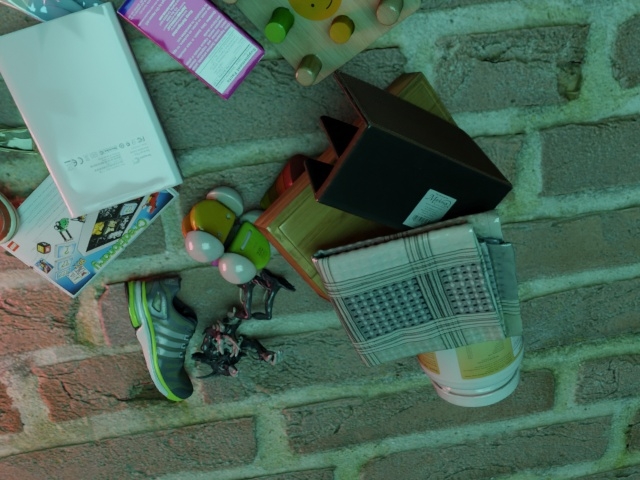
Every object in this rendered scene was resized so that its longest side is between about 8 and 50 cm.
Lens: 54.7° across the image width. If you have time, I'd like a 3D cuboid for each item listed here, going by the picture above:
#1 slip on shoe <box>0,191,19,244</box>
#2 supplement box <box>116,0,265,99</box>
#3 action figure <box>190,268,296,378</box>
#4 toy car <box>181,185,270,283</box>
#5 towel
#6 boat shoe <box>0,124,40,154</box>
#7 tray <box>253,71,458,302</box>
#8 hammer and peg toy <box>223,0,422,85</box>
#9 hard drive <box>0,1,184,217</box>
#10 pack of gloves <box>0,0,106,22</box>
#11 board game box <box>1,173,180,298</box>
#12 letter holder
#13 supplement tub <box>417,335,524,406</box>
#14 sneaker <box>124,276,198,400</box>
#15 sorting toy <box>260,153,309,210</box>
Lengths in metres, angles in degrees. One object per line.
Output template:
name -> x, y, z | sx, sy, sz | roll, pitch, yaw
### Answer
slip on shoe -> -0.694, -0.084, 1.077 | 0.331, 0.101, 0.123 | 31, 105, -13
supplement box -> -0.213, -0.355, 1.049 | 0.220, 0.111, 0.114 | 38, 102, -23
action figure -> -0.163, 0.200, 1.284 | 0.164, 0.141, 0.275 | 11, 110, -46
toy car -> -0.187, -0.001, 1.207 | 0.182, 0.159, 0.136 | 36, 143, -20
towel -> 0.185, 0.102, 1.087 | 0.325, 0.056, 0.312 | -15, 128, 13
boat shoe -> -0.529, -0.180, 1.108 | 0.153, 0.048, 0.056 | 5, 113, -12
tray -> 0.093, -0.100, 1.155 | 0.411, 0.076, 0.203 | -47, 115, -13
hammer and peg toy -> -0.040, -0.443, 0.977 | 0.266, 0.127, 0.361 | -27, 120, 36
hard drive -> -0.393, -0.216, 1.064 | 0.210, 0.040, 0.318 | -18, 113, 0
pack of gloves -> -0.432, -0.447, 1.008 | 0.232, 0.046, 0.195 | 22, 109, -18
board game box -> -0.442, -0.054, 1.176 | 0.305, 0.053, 0.193 | -42, 113, 10
letter holder -> 0.132, -0.139, 1.059 | 0.302, 0.214, 0.152 | 17, 123, -29
supplement tub -> 0.301, 0.167, 1.304 | 0.229, 0.228, 0.316 | -18, 116, -1
sneaker -> -0.308, 0.207, 1.290 | 0.121, 0.111, 0.299 | -16, 118, -7
sorting toy -> 0.000, 0.000, 1.264 | 0.126, 0.127, 0.365 | -23, 117, 29
